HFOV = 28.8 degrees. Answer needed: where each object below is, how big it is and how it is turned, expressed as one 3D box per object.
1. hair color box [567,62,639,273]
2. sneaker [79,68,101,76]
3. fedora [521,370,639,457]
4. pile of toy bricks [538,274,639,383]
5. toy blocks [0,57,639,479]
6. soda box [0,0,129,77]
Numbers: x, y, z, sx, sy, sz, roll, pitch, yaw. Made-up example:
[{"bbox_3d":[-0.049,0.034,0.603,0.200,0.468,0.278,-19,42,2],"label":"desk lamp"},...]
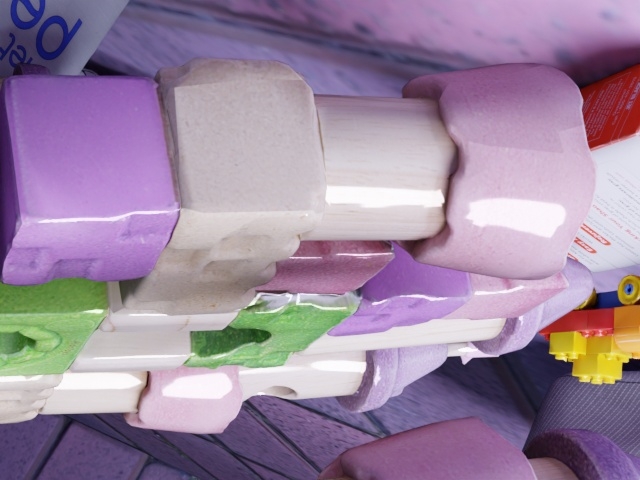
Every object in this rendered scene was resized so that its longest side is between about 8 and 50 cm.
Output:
[{"bbox_3d":[0.120,-0.026,0.512,0.072,0.043,0.141,34,161,-15],"label":"hair color box"},{"bbox_3d":[-0.122,-0.021,0.823,0.145,0.090,0.270,26,159,12],"label":"sneaker"},{"bbox_3d":[0.209,0.152,0.731,0.275,0.124,0.244,13,160,20],"label":"fedora"},{"bbox_3d":[0.190,0.067,0.505,0.118,0.105,0.212,13,167,-31],"label":"pile of toy bricks"},{"bbox_3d":[0.000,0.000,0.460,0.260,0.309,0.288,-2,161,-22],"label":"toy blocks"},{"bbox_3d":[-0.189,-0.165,0.510,0.091,0.098,0.286,21,160,27],"label":"soda box"}]
